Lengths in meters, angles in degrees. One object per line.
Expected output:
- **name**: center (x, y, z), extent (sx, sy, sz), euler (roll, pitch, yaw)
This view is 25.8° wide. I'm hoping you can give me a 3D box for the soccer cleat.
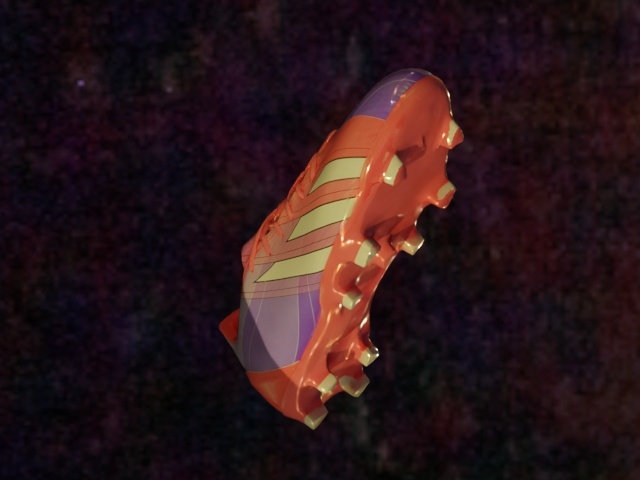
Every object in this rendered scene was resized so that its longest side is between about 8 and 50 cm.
- **soccer cleat**: center (0.000, 0.000, 0.737), extent (0.083, 0.095, 0.248), euler (-34, 153, -37)
